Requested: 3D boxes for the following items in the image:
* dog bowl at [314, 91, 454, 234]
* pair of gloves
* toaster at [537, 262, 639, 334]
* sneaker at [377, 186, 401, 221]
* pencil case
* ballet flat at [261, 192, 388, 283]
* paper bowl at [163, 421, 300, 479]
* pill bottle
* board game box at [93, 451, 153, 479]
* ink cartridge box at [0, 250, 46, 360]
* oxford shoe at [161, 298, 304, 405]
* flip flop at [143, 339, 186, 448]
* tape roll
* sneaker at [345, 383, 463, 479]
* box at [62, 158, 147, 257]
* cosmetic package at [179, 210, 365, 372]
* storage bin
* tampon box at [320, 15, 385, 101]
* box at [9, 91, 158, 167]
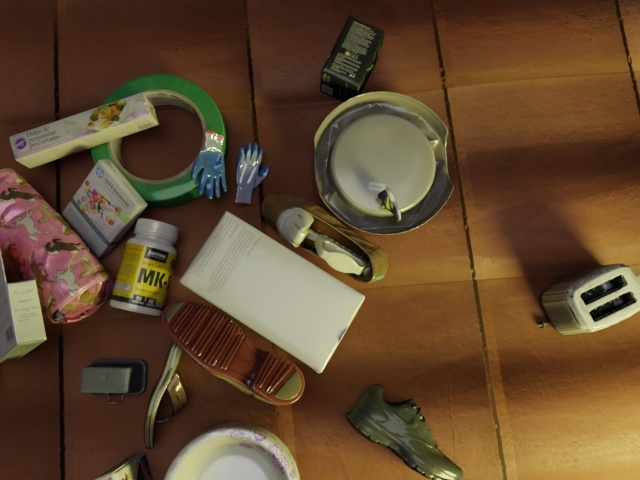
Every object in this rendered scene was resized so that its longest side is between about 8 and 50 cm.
[{"bbox_3d":[0.148,-0.176,1.286,0.348,0.102,0.349,0,80,0],"label":"dog bowl"},{"bbox_3d":[-0.211,-0.169,1.268,0.198,0.023,0.160,9,90,-36],"label":"pair of gloves"},{"bbox_3d":[0.618,0.136,1.214,0.226,0.146,0.129,-23,80,-5],"label":"toaster"},{"bbox_3d":[0.157,-0.078,1.205,0.035,0.031,0.083,-25,77,8],"label":"sneaker"},{"bbox_3d":[-0.651,0.013,1.212,0.386,0.160,0.167,47,58,7],"label":"pencil case"},{"bbox_3d":[0.000,0.000,1.232,0.342,0.124,0.116,33,113,3],"label":"ballet flat"},{"bbox_3d":[-0.183,0.534,1.128,0.283,0.148,0.285,0,80,0],"label":"paper bowl"},{"bbox_3d":[-0.400,0.062,1.224,0.119,0.119,0.209,11,80,1],"label":"pill bottle"},{"bbox_3d":[-0.367,0.610,1.088,0.053,0.193,0.306,-21,80,-5],"label":"board game box"},{"bbox_3d":[-0.673,0.126,1.145,0.060,0.275,0.239,-6,77,-41],"label":"ink cartridge box"},{"bbox_3d":[-0.205,0.262,1.176,0.348,0.130,0.123,37,58,0],"label":"oxford shoe"},{"bbox_3d":[-0.332,0.331,1.194,0.080,0.112,0.277,21,74,-12],"label":"flip flop"},{"bbox_3d":[-0.391,-0.243,1.301,0.320,0.077,0.322,0,80,-1],"label":"tape roll"},{"bbox_3d":[0.202,0.429,1.179,0.286,0.109,0.130,34,75,3],"label":"sneaker"},{"bbox_3d":[-0.506,-0.073,1.240,0.186,0.038,0.145,-43,85,24],"label":"box"},{"bbox_3d":[-0.104,0.117,1.201,0.365,0.155,0.197,33,81,4],"label":"cosmetic package"},{"bbox_3d":[-0.470,0.317,1.192,0.135,0.091,0.098,1,80,0],"label":"storage bin"},{"bbox_3d":[0.078,-0.445,1.323,0.101,0.120,0.161,25,80,3],"label":"tampon box"},{"bbox_3d":[-0.543,-0.255,1.229,0.323,0.067,0.063,-20,79,-2],"label":"box"}]
